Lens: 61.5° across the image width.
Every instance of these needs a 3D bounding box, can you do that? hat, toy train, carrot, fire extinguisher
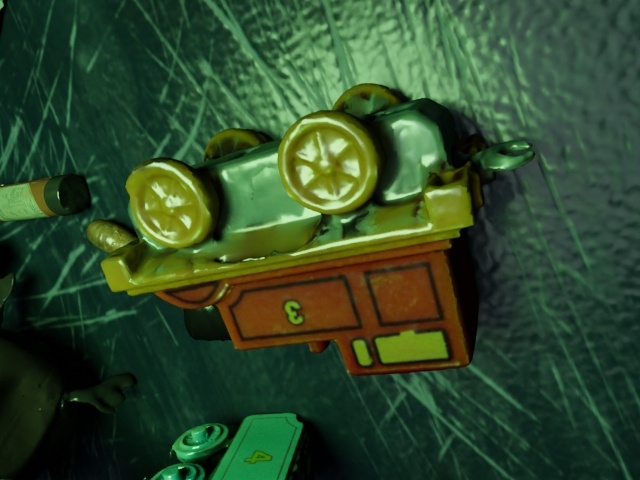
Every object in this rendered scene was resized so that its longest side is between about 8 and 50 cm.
[{"bbox_3d":[-0.379,0.205,0.687,0.238,0.209,0.336,33,141,22],"label":"hat"},{"bbox_3d":[-0.086,0.258,0.547,0.154,0.198,0.108,-7,101,10],"label":"toy train"},{"bbox_3d":[-0.203,0.018,0.622,0.165,0.035,0.036,26,111,12],"label":"carrot"},{"bbox_3d":[0.000,0.000,0.471,0.368,0.163,0.232,-11,106,24],"label":"toy train"},{"bbox_3d":[-0.370,-0.052,0.664,0.177,0.050,0.062,-4,127,23],"label":"fire extinguisher"}]

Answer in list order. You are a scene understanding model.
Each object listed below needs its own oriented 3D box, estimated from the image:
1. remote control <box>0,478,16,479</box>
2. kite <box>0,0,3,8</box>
[{"bbox_3d":[-0.251,0.326,0.614,0.123,0.285,0.038,-37,43,25],"label":"remote control"},{"bbox_3d":[-0.405,-0.317,0.636,0.141,0.015,0.245,46,116,9],"label":"kite"}]
